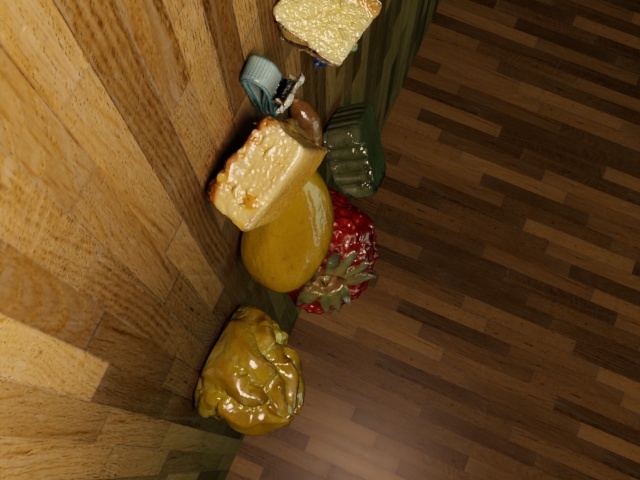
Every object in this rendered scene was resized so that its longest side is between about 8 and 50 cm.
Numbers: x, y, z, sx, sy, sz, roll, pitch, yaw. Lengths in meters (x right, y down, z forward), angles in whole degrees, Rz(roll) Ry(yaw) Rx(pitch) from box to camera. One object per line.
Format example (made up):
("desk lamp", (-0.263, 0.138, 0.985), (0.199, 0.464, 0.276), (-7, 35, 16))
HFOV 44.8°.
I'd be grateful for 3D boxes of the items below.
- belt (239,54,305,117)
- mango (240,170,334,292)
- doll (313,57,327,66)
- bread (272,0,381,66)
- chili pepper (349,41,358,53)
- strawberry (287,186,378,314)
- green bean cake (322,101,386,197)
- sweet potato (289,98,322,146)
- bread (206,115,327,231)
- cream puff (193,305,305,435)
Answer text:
("belt", (-0.075, -0.242, 1.271), (0.065, 0.100, 0.179), (-63, 175, -4))
("mango", (-0.063, -0.032, 1.635), (0.142, 0.195, 0.331), (-121, -142, -47))
("doll", (0.020, -0.412, 1.617), (0.142, 0.058, 0.099), (-62, -168, -26))
("bread", (0.009, -0.381, 1.281), (0.147, 0.152, 0.127), (-59, 172, 2))
("chili pepper", (0.072, -0.487, 1.717), (0.204, 0.073, 0.072), (127, -29, -71))
("strawberry", (0.000, 0.000, 2.120), (0.317, 0.296, 0.345), (76, -5, -47))
("green bean cake", (0.100, -0.242, 2.144), (0.222, 0.125, 0.227), (-69, 142, -53))
("sweet potato", (-0.060, -0.153, 1.706), (0.114, 0.092, 0.341), (-18, 135, -48))
("bread", (-0.090, -0.120, 1.341), (0.184, 0.114, 0.274), (-53, 179, 11))
("cream puff", (-0.150, 0.336, 1.913), (0.291, 0.257, 0.324), (-62, 172, -11))
